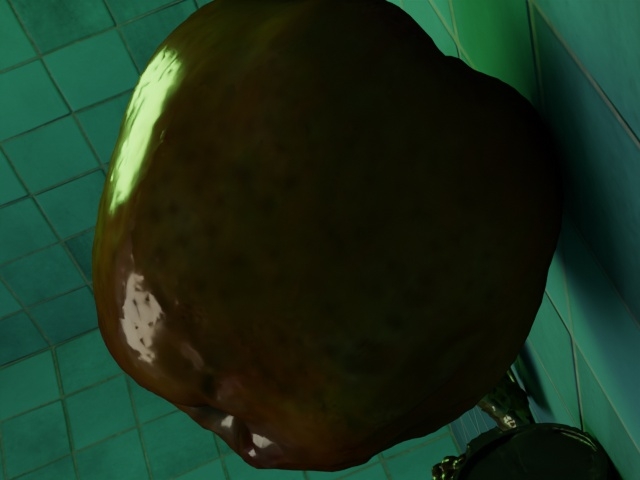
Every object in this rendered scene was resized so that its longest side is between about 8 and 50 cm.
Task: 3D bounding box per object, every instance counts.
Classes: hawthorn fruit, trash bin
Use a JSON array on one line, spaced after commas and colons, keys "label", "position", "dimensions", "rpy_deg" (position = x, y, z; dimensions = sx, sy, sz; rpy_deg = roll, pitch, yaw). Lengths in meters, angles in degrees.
[{"label": "hawthorn fruit", "position": [0.000, 0.000, 1.145], "dimensions": [0.472, 0.471, 0.472], "rpy_deg": [158, 90, -89]}, {"label": "trash bin", "position": [0.299, 0.408, 1.483], "dimensions": [0.252, 0.203, 0.302], "rpy_deg": [27, 142, 59]}]

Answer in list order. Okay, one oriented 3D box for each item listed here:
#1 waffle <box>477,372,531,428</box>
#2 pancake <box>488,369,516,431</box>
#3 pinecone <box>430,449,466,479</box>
[{"label": "waffle", "position": [0.233, 0.200, 1.788], "dimensions": [0.204, 0.054, 0.223], "rpy_deg": [47, -169, 1]}, {"label": "pancake", "position": [0.315, 0.287, 2.016], "dimensions": [0.242, 0.050, 0.242], "rpy_deg": [157, 90, -89]}, {"label": "pinecone", "position": [0.292, 0.455, 1.856], "dimensions": [0.292, 0.246, 0.246], "rpy_deg": [54, -172, -41]}]
